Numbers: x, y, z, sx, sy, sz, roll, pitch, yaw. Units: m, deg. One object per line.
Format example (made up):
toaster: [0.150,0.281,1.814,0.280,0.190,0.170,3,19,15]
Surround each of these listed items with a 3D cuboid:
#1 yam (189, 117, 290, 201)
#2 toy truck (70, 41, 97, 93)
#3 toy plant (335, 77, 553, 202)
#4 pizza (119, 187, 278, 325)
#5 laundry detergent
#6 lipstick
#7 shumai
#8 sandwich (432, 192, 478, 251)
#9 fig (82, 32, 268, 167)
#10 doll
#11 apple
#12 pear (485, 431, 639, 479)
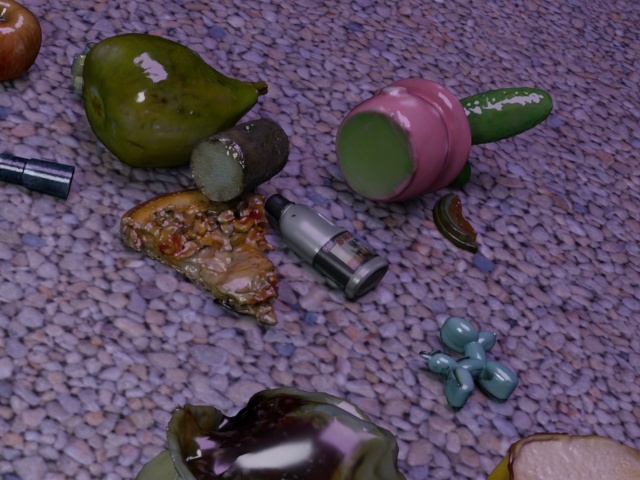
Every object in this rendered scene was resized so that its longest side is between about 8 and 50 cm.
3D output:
yam: [-0.123,-0.135,2.052,0.107,0.107,0.194,33,27,12]
toy truck: [-0.350,-0.276,2.209,0.169,0.077,0.100,14,36,-14]
toy plant: [0.206,-0.190,2.270,0.317,0.210,0.356,-2,8,36]
pizza: [-0.184,0.007,1.969,0.251,0.074,0.287,3,40,-21]
laundry detergent: [0.000,0.000,2.073,0.226,0.070,0.099,38,46,19]
lipstick: [-0.501,-0.117,1.963,0.234,0.053,0.053,14,39,-10]
shumai: [-0.041,0.326,1.449,0.395,0.348,0.395,18,35,-13]
sandwich: [0.241,-0.033,2.269,0.067,0.029,0.135,-3,46,-30]
fig: [-0.229,-0.232,2.075,0.314,0.233,0.233,-4,44,-9]
doll: [0.233,0.186,1.983,0.159,0.059,0.158,-11,50,-35]
apple: [-0.544,-0.340,2.139,0.146,0.131,0.146,16,43,-15]
pear: [0.365,0.439,1.646,0.386,0.191,0.340,29,42,5]
